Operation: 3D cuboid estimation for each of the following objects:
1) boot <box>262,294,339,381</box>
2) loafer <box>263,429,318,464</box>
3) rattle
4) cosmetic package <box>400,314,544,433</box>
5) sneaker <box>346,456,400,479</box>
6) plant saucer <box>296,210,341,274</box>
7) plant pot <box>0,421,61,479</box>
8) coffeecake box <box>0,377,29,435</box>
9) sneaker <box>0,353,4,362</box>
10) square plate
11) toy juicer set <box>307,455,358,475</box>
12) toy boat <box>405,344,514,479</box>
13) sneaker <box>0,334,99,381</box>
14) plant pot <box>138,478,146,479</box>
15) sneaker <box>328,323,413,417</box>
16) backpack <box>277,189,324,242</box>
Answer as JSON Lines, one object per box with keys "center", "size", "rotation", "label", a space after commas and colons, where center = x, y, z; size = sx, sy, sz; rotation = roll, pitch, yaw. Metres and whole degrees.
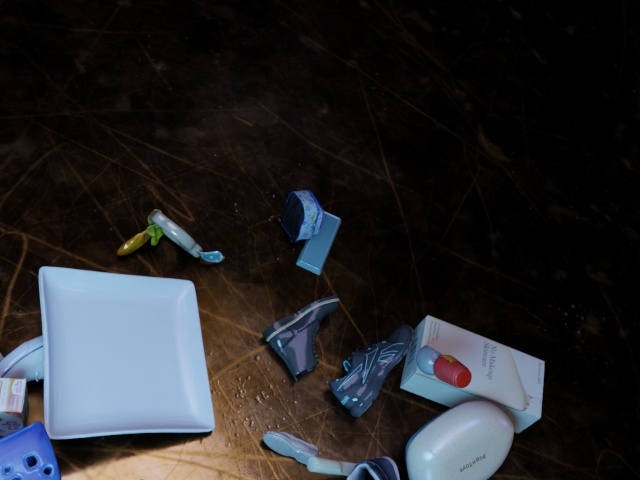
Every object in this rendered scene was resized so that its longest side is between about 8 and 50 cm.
{"center": [-0.016, 0.223, 1.643], "size": [0.198, 0.077, 0.137], "rotation": [-28, 74, -19], "label": "boot"}
{"center": [-0.061, 0.428, 1.500], "size": [0.125, 0.045, 0.039], "rotation": [30, 35, -7], "label": "loafer"}
{"center": [-0.339, 0.032, 1.654], "size": [0.199, 0.130, 0.143], "rotation": [44, 61, -21], "label": "rattle"}
{"center": [0.358, 0.315, 1.684], "size": [0.309, 0.113, 0.160], "rotation": [20, 52, -5], "label": "cosmetic package"}
{"center": [0.120, 0.536, 1.390], "size": [0.086, 0.163, 0.226], "rotation": [-24, 67, 15], "label": "sneaker"}
{"center": [0.000, 0.000, 1.830], "size": [0.067, 0.018, 0.192], "rotation": [25, 51, -3], "label": "plant saucer"}
{"center": [-0.531, 0.469, 1.183], "size": [0.236, 0.236, 0.212], "rotation": [-24, 73, -32], "label": "plant pot"}
{"center": [-0.636, 0.304, 1.306], "size": [0.185, 0.142, 0.068], "rotation": [5, 56, -16], "label": "coffeecake box"}
{"center": [-0.690, 0.200, 1.416], "size": [0.185, 0.069, 0.084], "rotation": [46, 26, 24], "label": "sneaker"}
{"center": [-0.394, 0.228, 1.449], "size": [0.347, 0.049, 0.344], "rotation": [9, 56, -38], "label": "square plate"}
{"center": [-0.009, 0.548, 1.380], "size": [0.209, 0.089, 0.329], "rotation": [43, 41, -27], "label": "toy juicer set"}
{"center": [0.283, 0.381, 1.537], "size": [0.267, 0.148, 0.318], "rotation": [-18, 107, -22], "label": "toy boat"}
{"center": [-0.530, 0.238, 1.422], "size": [0.091, 0.094, 0.258], "rotation": [44, 53, 18], "label": "sneaker"}
{"center": [-0.228, 0.550, 1.268], "size": [0.230, 0.215, 0.215], "rotation": [18, 51, -26], "label": "plant pot"}
{"center": [0.121, 0.274, 1.633], "size": [0.106, 0.101, 0.267], "rotation": [36, 52, 9], "label": "sneaker"}
{"center": [-0.043, -0.068, 1.791], "size": [0.084, 0.114, 0.105], "rotation": [-10, 48, -30], "label": "backpack"}
